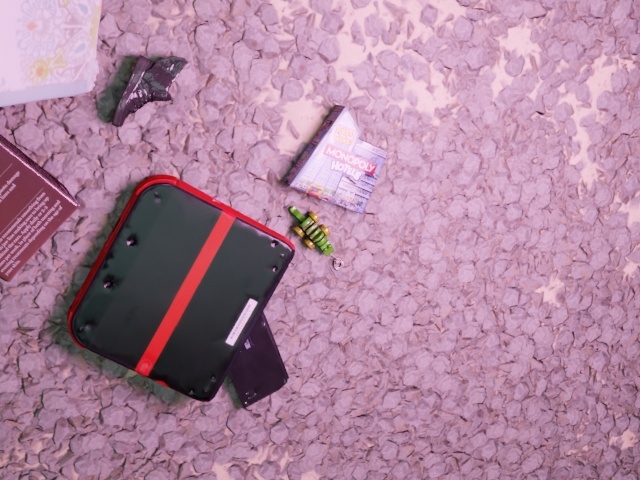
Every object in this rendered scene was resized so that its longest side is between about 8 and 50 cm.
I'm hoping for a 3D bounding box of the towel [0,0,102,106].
[{"bbox_3d":[-0.478,-0.374,1.123,0.090,0.374,0.321,19,113,17],"label":"towel"}]

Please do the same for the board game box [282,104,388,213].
[{"bbox_3d":[0.048,-0.174,1.518,0.194,0.060,0.194,20,97,-23],"label":"board game box"}]

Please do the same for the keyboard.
[{"bbox_3d":[-0.202,0.220,1.547,0.201,0.033,0.317,-25,110,-17],"label":"keyboard"}]

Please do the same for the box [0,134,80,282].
[{"bbox_3d":[-0.621,-0.121,1.208,0.191,0.143,0.381,-48,127,-6],"label":"box"}]

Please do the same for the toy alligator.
[{"bbox_3d":[0.000,0.000,1.549,0.056,0.051,0.190,-42,113,-5],"label":"toy alligator"}]

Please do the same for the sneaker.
[{"bbox_3d":[-0.322,-0.279,1.364,0.089,0.051,0.170,23,92,-19],"label":"sneaker"}]

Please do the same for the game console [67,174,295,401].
[{"bbox_3d":[-0.282,0.097,1.452,0.342,0.060,0.387,29,94,-17],"label":"game console"}]
